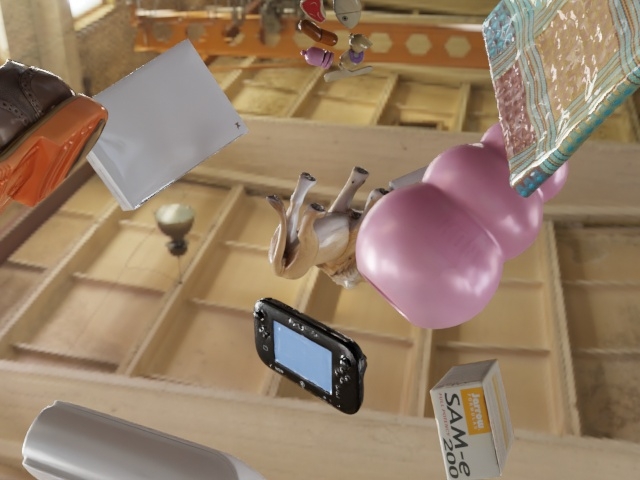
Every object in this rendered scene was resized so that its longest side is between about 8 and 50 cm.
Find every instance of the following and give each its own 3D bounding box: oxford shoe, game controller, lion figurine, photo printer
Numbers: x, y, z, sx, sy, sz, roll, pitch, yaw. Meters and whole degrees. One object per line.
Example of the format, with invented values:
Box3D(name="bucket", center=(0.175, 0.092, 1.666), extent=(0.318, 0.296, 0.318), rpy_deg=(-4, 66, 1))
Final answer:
Box3D(name="oxford shoe", center=(-0.334, -0.063, 0.723), extent=(0.133, 0.130, 0.363), rpy_deg=(38, -150, -4))
Box3D(name="game controller", center=(-0.028, 0.234, 1.703), extent=(0.067, 0.166, 0.319), rpy_deg=(-11, -155, -42))
Box3D(name="lion figurine", center=(0.000, 0.000, 1.508), extent=(0.392, 0.240, 0.142), rpy_deg=(-5, -139, -48))
Box3D(name="photo printer", center=(-0.189, 0.319, 1.058), extent=(0.308, 0.256, 0.107), rpy_deg=(11, -118, 22))

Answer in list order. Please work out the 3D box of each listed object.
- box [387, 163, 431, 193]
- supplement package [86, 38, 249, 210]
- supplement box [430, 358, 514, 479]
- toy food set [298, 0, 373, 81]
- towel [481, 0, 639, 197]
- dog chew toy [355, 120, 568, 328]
Box3D(name="box", center=(0.234, -0.081, 1.564), extent=(0.203, 0.114, 0.103), rpy_deg=(-24, -115, -17))
Box3D(name="supplement package", center=(-0.307, -0.210, 1.539), extent=(0.262, 0.204, 0.145), rpy_deg=(-37, -167, -16))
Box3D(name="supplement box", center=(0.106, 0.121, 0.570), extent=(0.036, 0.062, 0.098), rpy_deg=(-12, 177, 18))
Box3D(name="toy food set", center=(0.012, -0.215, 0.872), extent=(0.078, 0.122, 0.019), rpy_deg=(-10, -133, 17))
Box3D(name="towel", center=(0.279, -0.251, 0.844), extent=(0.040, 0.370, 0.271), rpy_deg=(10, -124, -18))
Box3D(name="dog chew toy", center=(0.207, -0.037, 1.141), extent=(0.332, 0.206, 0.206), rpy_deg=(-45, -141, -2))
